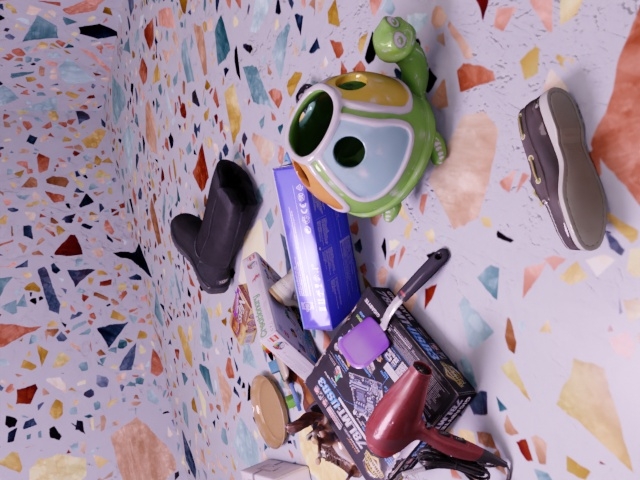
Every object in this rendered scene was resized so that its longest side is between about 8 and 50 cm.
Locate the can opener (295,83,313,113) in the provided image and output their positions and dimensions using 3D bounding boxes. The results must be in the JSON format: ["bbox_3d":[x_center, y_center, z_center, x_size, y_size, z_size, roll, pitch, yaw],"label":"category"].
[{"bbox_3d":[-0.004,-0.292,1.266,0.059,0.073,0.186,-34,65,13],"label":"can opener"}]

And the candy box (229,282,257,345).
[{"bbox_3d":[-0.246,0.243,1.774,0.109,0.053,0.187,55,141,37],"label":"candy box"}]

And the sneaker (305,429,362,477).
[{"bbox_3d":[0.032,0.546,1.375,0.188,0.071,0.066,27,120,54],"label":"sneaker"}]

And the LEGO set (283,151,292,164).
[{"bbox_3d":[-0.017,-0.167,1.275,0.093,0.086,0.227,-54,54,49],"label":"LEGO set"}]

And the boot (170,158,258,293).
[{"bbox_3d":[-0.368,-0.088,1.797,0.367,0.146,0.445,51,142,25],"label":"boot"}]

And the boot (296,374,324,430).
[{"bbox_3d":[-0.013,0.305,1.412,0.264,0.096,0.281,102,151,-41],"label":"boot"}]

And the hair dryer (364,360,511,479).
[{"bbox_3d":[0.190,0.334,0.941,0.080,0.223,0.294,-86,-23,-68],"label":"hair dryer"}]

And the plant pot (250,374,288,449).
[{"bbox_3d":[-0.160,0.543,1.726,0.236,0.032,0.237,22,116,55],"label":"plant pot"}]

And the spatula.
[{"bbox_3d":[0.144,0.128,1.034,0.296,0.030,0.084,-53,50,20],"label":"spatula"}]

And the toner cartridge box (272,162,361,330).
[{"bbox_3d":[0.000,0.000,1.157,0.075,0.165,0.348,-4,103,28],"label":"toner cartridge box"}]

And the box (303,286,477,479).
[{"bbox_3d":[0.123,0.297,1.098,0.295,0.073,0.293,50,121,39],"label":"box"}]

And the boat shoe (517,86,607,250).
[{"bbox_3d":[0.328,-0.092,0.743,0.068,0.081,0.228,-28,66,60],"label":"boat shoe"}]

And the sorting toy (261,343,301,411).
[{"bbox_3d":[-0.135,0.334,1.564,0.196,0.047,0.348,92,157,-65],"label":"sorting toy"}]

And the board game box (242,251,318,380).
[{"bbox_3d":[-0.101,0.183,1.346,0.193,0.053,0.305,51,-171,-36],"label":"board game box"}]

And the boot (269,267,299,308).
[{"bbox_3d":[-0.028,0.087,1.343,0.077,0.213,0.165,44,96,16],"label":"boot"}]

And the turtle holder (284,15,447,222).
[{"bbox_3d":[0.083,-0.195,0.951,0.320,0.227,0.244,-38,55,35],"label":"turtle holder"}]

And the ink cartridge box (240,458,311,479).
[{"bbox_3d":[-0.125,0.799,1.647,0.283,0.117,0.208,-28,73,57],"label":"ink cartridge box"}]

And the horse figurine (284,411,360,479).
[{"bbox_3d":[0.047,0.454,1.172,0.263,0.174,0.066,42,105,2],"label":"horse figurine"}]
